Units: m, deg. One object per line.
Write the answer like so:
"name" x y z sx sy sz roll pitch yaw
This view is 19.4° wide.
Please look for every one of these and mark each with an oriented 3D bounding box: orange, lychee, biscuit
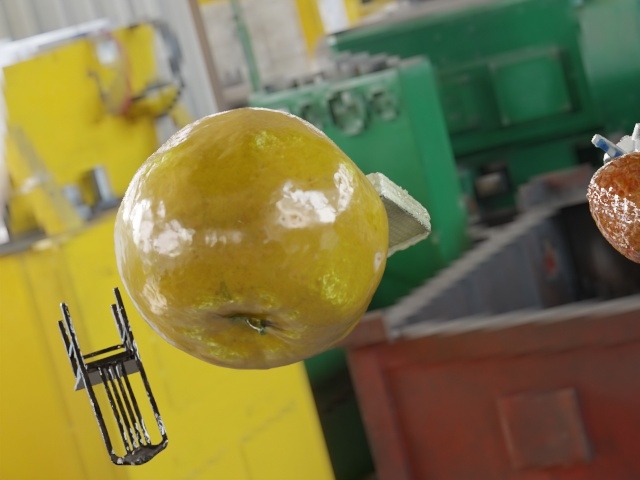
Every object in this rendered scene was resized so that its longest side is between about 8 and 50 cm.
"orange" -0.069 -0.005 1.864 0.279 0.279 0.235 -12 51 15
"lychee" 0.299 -0.024 1.622 0.101 0.140 0.114 -48 -18 -6
"biscuit" 0.000 0.000 2.306 0.252 0.052 0.150 -26 -28 21

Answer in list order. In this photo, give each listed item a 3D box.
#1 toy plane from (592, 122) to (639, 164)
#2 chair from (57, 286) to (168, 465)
"toy plane" 0.457 -0.104 2.105 0.273 0.182 0.107 -20 35 27
"chair" -0.246 0.174 2.230 0.084 0.213 0.101 -17 -13 -13
